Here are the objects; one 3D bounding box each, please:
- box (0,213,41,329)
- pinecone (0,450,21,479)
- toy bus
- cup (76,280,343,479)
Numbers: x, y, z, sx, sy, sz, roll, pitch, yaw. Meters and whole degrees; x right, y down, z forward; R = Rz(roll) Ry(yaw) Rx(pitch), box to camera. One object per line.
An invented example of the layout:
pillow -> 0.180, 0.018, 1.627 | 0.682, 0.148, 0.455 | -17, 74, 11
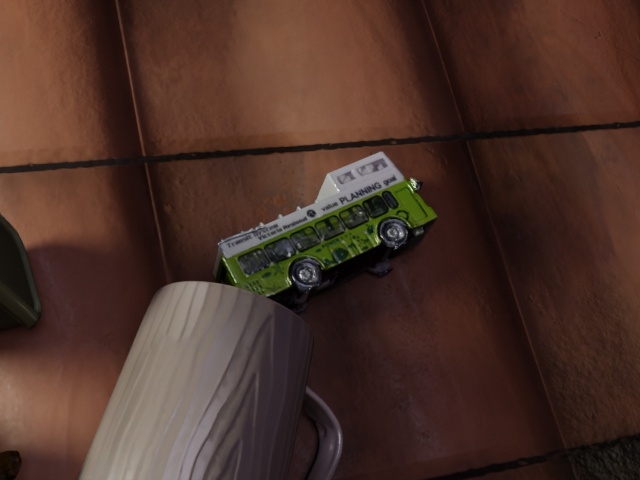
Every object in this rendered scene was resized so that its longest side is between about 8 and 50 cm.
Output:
box -> -0.432, 0.031, 0.905 | 0.178, 0.274, 0.138 | -19, 71, -9
pinecone -> -0.431, 0.254, 0.815 | 0.309, 0.244, 0.244 | 37, 61, 16
toy bus -> 0.000, 0.000, 1.122 | 0.302, 0.113, 0.139 | -25, 71, -23
cup -> -0.101, 0.216, 0.933 | 0.288, 0.208, 0.273 | 18, 61, -6
